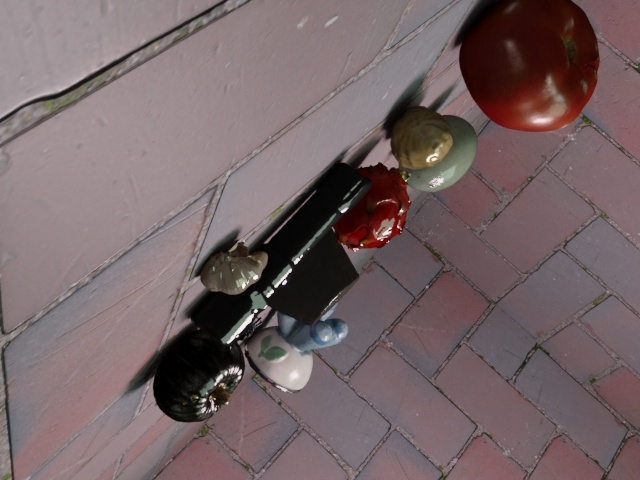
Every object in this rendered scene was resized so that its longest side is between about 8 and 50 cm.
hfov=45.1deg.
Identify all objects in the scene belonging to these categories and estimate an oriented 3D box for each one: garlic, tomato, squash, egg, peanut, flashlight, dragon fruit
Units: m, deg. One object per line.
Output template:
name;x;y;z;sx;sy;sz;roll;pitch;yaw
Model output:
garlic;-0.135;0.046;1.220;0.113;0.074;0.094;-31;179;-10
tomato;0.403;-0.355;1.530;0.226;0.298;0.298;-4;-150;48
squash;-0.236;0.266;1.511;0.193;0.156;0.193;18;90;-82
egg;0.293;-0.217;1.923;0.236;0.169;0.169;-43;172;-22
peanut;0.206;-0.213;1.626;0.130;0.130;0.290;-48;179;4
flashlight;-0.065;0.023;1.433;0.424;0.103;0.103;-47;173;-11
dragon fruit;0.105;-0.069;1.622;0.209;0.172;0.172;-59;171;7

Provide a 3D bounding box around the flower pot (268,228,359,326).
flower pot;-0.021;0.083;1.738;0.269;0.166;0.269;-48;174;-6

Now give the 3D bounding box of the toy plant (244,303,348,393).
toy plant;-0.055;0.273;2.356;0.332;0.247;0.247;-52;172;15

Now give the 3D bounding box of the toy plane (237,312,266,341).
toy plane;-0.191;0.237;2.100;0.121;0.031;0.049;-42;177;-21
